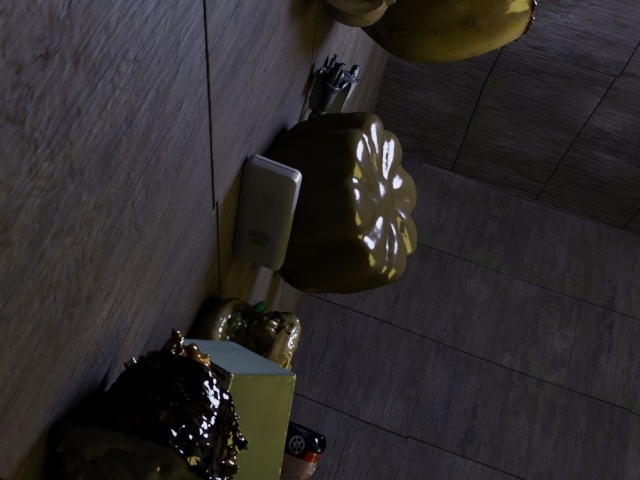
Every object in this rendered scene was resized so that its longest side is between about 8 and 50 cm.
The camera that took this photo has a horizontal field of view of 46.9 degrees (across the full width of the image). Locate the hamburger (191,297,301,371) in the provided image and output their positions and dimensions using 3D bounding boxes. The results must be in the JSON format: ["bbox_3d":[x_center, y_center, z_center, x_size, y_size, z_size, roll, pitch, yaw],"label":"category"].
[{"bbox_3d":[-0.153,0.253,1.381,0.277,0.195,0.318,100,8,-52],"label":"hamburger"}]

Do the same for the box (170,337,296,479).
[{"bbox_3d":[-0.156,0.278,1.099,0.225,0.117,0.225,10,-89,58],"label":"box"}]

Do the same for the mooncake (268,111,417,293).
[{"bbox_3d":[0.062,-0.077,1.517,0.378,0.200,0.379,10,78,-57],"label":"mooncake"}]

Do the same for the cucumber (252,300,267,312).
[{"bbox_3d":[-0.175,0.197,1.903,0.036,0.033,0.184,-53,-179,22],"label":"cucumber"}]

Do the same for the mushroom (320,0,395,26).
[{"bbox_3d":[0.103,-0.498,1.306,0.189,0.195,0.254,-67,178,-77],"label":"mushroom"}]

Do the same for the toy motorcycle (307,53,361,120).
[{"bbox_3d":[0.029,-0.345,1.714,0.263,0.090,0.157,-64,177,-72],"label":"toy motorcycle"}]

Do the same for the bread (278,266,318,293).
[{"bbox_3d":[0.000,0.000,1.754,0.148,0.269,0.270,127,-16,-74],"label":"bread"}]

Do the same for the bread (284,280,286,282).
[{"bbox_3d":[0.033,-0.012,2.170,0.211,0.270,0.316,-88,-175,-52],"label":"bread"}]

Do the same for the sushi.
[{"bbox_3d":[-0.199,0.310,0.897,0.207,0.234,0.349,-61,174,-64],"label":"sushi"}]

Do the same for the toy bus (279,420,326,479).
[{"bbox_3d":[-0.145,0.469,1.731,0.127,0.302,0.147,85,29,-86],"label":"toy bus"}]

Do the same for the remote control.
[{"bbox_3d":[-0.100,-0.044,1.342,0.250,0.103,0.034,103,10,-47],"label":"remote control"}]

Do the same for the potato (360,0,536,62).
[{"bbox_3d":[0.212,-0.551,1.524,0.442,0.319,0.386,-117,-173,-63],"label":"potato"}]
